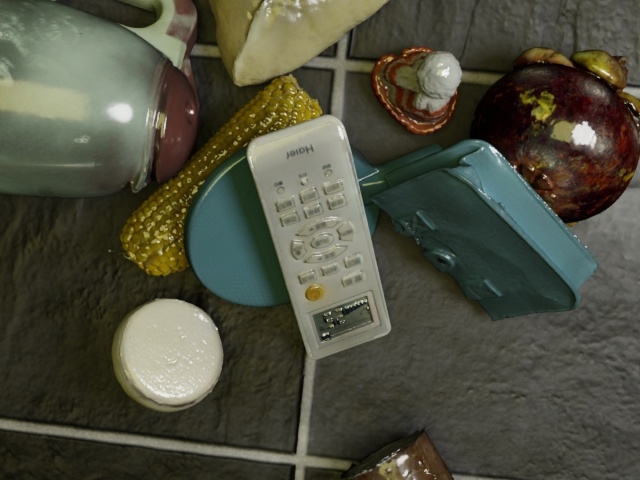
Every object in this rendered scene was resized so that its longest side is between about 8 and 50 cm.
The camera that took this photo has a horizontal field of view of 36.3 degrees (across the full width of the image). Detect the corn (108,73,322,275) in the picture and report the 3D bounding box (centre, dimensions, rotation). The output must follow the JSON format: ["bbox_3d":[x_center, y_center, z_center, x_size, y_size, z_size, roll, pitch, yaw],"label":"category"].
[{"bbox_3d":[-0.121,-0.066,1.170,0.310,0.101,0.101,-42,91,5],"label":"corn"}]

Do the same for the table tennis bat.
[{"bbox_3d":[-0.003,-0.037,1.154,0.329,0.044,0.215,-23,121,-9],"label":"table tennis bat"}]

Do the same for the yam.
[{"bbox_3d":[0.139,0.364,1.176,0.131,0.131,0.280,-30,94,6],"label":"yam"}]

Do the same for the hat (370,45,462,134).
[{"bbox_3d":[0.117,-0.179,1.111,0.112,0.162,0.093,44,93,-4],"label":"hat"}]

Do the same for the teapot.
[{"bbox_3d":[-0.288,-0.192,1.129,0.312,0.233,0.315,10,67,-3],"label":"teapot"}]

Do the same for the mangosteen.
[{"bbox_3d":[0.277,-0.131,1.107,0.192,0.192,0.217,37,65,0],"label":"mangosteen"}]

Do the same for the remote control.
[{"bbox_3d":[0.000,0.000,1.126,0.109,0.055,0.313,-19,126,-6],"label":"remote control"}]

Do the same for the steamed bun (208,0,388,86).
[{"bbox_3d":[-0.054,-0.314,1.139,0.231,0.110,0.212,-36,91,3],"label":"steamed bun"}]

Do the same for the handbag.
[{"bbox_3d":[0.180,-0.003,1.103,0.229,0.179,0.062,45,57,-18],"label":"handbag"}]

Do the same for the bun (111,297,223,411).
[{"bbox_3d":[-0.194,0.142,1.196,0.138,0.094,0.138,8,74,-28],"label":"bun"}]
